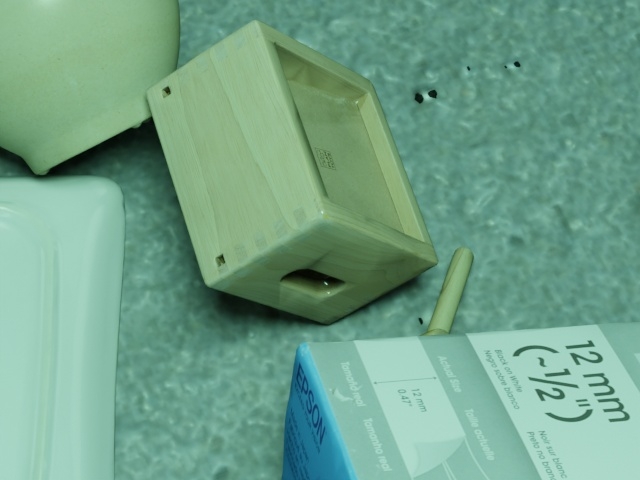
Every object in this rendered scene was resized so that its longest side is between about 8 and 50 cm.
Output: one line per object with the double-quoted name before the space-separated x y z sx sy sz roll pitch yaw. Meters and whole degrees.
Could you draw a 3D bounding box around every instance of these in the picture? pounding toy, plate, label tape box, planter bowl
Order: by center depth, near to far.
"label tape box" 0.177 0.152 0.966 0.347 0.115 0.249 -5 36 -14
"plate" -0.250 0.076 1.075 0.277 0.045 0.278 1 64 -5
"pounding toy" 0.007 0.007 1.100 0.094 0.181 0.206 -30 64 23
"planter bowl" -0.146 -0.106 1.125 0.162 0.162 0.109 -30 96 -18
